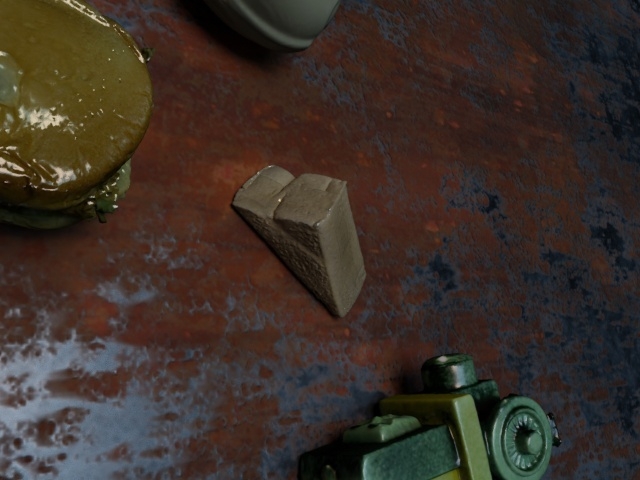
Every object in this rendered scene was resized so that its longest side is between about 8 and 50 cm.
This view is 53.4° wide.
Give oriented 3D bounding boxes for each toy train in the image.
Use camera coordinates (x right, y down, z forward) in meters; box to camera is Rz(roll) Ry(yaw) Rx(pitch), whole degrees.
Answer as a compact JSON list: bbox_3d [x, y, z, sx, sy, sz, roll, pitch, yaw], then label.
[{"bbox_3d":[0.132,0.322,0.637,0.253,0.160,0.397,-8,82,-34],"label":"toy train"}]

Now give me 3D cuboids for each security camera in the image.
[{"bbox_3d":[-0.029,-0.329,0.673,0.191,0.197,0.277,52,58,-34],"label":"security camera"}]

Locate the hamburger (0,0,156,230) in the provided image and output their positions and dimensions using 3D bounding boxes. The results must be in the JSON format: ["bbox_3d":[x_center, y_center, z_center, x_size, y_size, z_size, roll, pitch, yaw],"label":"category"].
[{"bbox_3d":[-0.234,-0.103,0.464,0.215,0.122,0.189,16,61,-33],"label":"hamburger"}]

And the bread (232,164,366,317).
[{"bbox_3d":[-0.016,0.001,0.686,0.077,0.105,0.152,-54,144,-37],"label":"bread"}]
